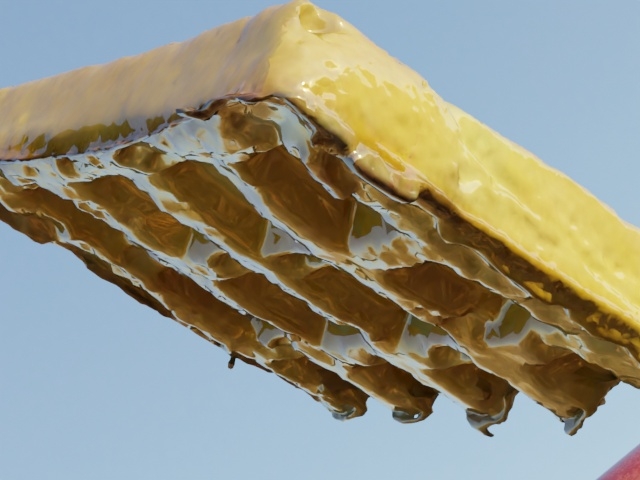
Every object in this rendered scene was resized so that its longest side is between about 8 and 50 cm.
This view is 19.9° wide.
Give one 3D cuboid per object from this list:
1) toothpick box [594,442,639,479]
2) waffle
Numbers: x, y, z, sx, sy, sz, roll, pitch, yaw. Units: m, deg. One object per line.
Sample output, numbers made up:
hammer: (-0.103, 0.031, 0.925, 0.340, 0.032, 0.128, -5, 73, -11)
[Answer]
toothpick box: (0.223, 0.316, 1.448, 0.333, 0.204, 0.204, -35, -23, -17)
waffle: (0.000, 0.001, 0.907, 0.304, 0.348, 0.077, 33, -111, -28)
